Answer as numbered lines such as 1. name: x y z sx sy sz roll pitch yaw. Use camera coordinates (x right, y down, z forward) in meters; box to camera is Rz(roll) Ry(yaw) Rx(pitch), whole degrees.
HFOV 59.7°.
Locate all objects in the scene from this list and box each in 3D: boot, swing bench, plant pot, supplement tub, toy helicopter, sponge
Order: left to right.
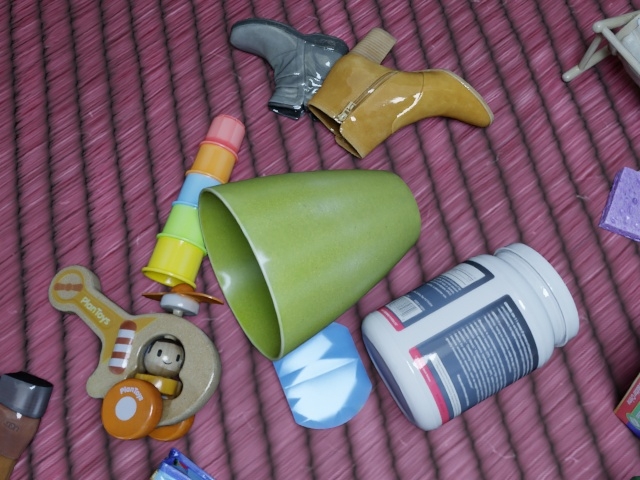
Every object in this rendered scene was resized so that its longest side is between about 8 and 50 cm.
1. boot: -0.587 0.320 0.874 0.264 0.096 0.280 21 81 1
2. toy helicopter: -0.299 0.136 0.890 0.355 0.140 0.235 33 81 23
3. boot: -0.075 -0.321 1.060 0.247 0.083 0.161 14 78 8
4. plant pot: 0.000 0.000 0.875 0.294 0.274 0.274 -23 72 -23
5. boot: 0.141 -0.226 1.010 0.295 0.104 0.211 35 83 1
6. supplement tub: 0.217 0.139 0.836 0.272 0.191 0.191 -28 73 -7
7. sponge: 0.606 -0.038 0.967 0.210 0.031 0.117 23 74 8
8. swing bench: 0.626 -0.293 0.981 0.255 0.165 0.253 -28 73 -8

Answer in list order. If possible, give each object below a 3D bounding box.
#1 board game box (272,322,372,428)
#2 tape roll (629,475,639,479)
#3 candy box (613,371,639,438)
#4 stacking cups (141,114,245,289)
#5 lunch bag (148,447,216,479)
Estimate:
1. board game box: 0.001 0.214 0.903 0.133 0.033 0.168 -21 77 -10
2. tape roll: 0.524 0.411 0.667 0.321 0.321 0.077 32 76 11
3. candy box: 0.590 0.154 0.774 0.317 0.268 0.122 -34 56 -9
4. stacking cups: -0.213 -0.077 0.971 0.096 0.096 0.316 13 73 6
5. lunch bag: -0.164 0.479 0.786 0.293 0.138 0.221 35 75 0
